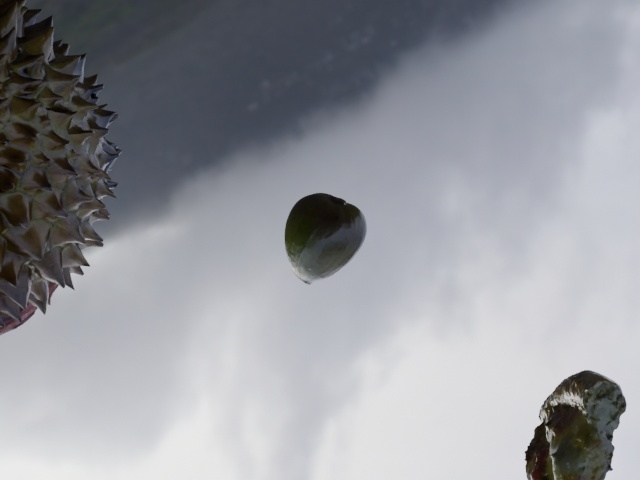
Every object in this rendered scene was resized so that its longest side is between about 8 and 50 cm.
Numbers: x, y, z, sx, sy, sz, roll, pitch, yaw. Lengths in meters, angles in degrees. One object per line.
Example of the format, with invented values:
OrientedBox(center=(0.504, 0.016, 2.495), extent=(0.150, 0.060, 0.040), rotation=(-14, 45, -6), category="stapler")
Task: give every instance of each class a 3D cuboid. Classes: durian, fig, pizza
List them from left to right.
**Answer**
OrientedBox(center=(-0.323, -0.074, 1.238), extent=(0.348, 0.347, 0.384), rotation=(-26, 174, 1), category="durian")
OrientedBox(center=(0.000, 0.000, 1.486), extent=(0.074, 0.074, 0.088), rotation=(-106, -139, -75), category="fig")
OrientedBox(center=(0.262, 0.281, 1.765), extent=(0.280, 0.075, 0.287), rotation=(104, 1, -67), category="pizza")
